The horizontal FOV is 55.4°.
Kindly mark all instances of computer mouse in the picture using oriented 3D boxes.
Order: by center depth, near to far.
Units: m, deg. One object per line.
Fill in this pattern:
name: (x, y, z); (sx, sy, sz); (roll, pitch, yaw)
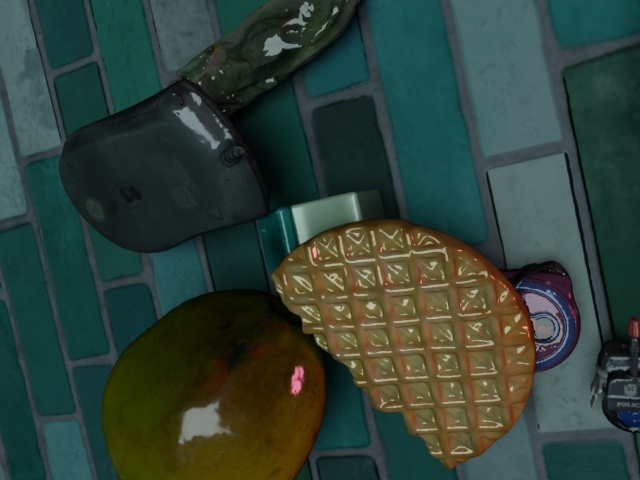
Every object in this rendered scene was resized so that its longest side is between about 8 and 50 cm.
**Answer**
computer mouse: (-0.192, -0.092, 0.767); (0.371, 0.122, 0.188); (-8, 123, 45)

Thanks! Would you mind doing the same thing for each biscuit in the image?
biscuit: (0.107, 0.097, 0.638); (0.204, 0.040, 0.309); (-40, 97, 23)

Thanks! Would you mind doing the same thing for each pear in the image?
pear: (-0.125, 0.204, 0.741); (0.269, 0.269, 0.321); (44, 102, 11)

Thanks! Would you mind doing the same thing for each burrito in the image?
burrito: (-0.060, -0.242, 0.755); (0.309, 0.066, 0.096); (-32, 87, 22)

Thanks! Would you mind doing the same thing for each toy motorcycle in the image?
toy motorcycle: (0.388, 0.133, 0.608); (0.221, 0.102, 0.150); (-4, 108, 22)

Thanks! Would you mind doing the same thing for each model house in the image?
model house: (0.000, 0.000, 0.730); (0.149, 0.127, 0.100); (-9, 93, 20)

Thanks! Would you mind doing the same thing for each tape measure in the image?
tape measure: (0.227, 0.082, 0.679); (0.118, 0.074, 0.125); (5, 94, 21)
